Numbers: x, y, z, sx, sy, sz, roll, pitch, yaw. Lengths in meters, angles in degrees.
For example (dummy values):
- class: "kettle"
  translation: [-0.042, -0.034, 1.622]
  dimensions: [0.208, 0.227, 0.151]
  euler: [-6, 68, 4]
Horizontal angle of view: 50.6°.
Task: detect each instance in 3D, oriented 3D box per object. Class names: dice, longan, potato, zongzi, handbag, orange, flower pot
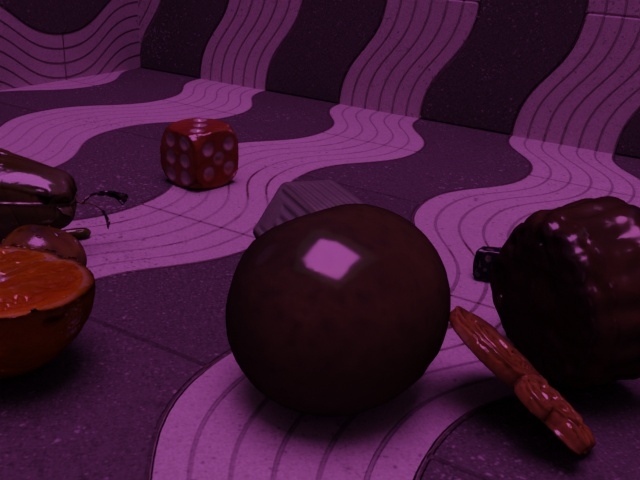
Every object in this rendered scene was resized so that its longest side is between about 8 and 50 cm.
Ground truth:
- class: "dice"
  translation: [-0.356, -0.255, 1.984]
  dimensions: [0.174, 0.174, 0.179]
  euler: [23, 34, 36]
- class: "longan"
  translation: [0.025, 0.106, 1.072]
  dimensions: [0.361, 0.360, 0.361]
  euler: [3, 24, -1]
- class: "potato"
  translation: [-0.560, 0.029, 1.365]
  dimensions: [0.137, 0.137, 0.176]
  euler: [20, 26, 32]
- class: "zongzi"
  translation: [-0.668, -0.167, 1.412]
  dimensions: [0.448, 0.417, 0.181]
  euler: [-12, 20, -4]
- class: "handbag"
  translation: [0.409, 0.040, 1.561]
  dimensions: [0.115, 0.072, 0.139]
  euler: [6, 19, 8]
- class: "orange"
  translation: [-0.511, 0.093, 1.079]
  dimensions: [0.310, 0.274, 0.274]
  euler: [-23, 8, 32]
- class: "flower pot"
  translation: [0.000, 0.000, 1.411]
  dimensions: [0.209, 0.239, 0.190]
  euler: [28, 7, -33]

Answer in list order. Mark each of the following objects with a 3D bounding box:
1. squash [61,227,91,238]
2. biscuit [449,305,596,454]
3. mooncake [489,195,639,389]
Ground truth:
- class: "squash"
  translation: [-0.578, -0.015, 1.579]
  dimensions: [0.083, 0.027, 0.027]
  euler: [-12, 28, -31]
- class: "biscuit"
  translation: [0.310, 0.207, 1.047]
  dimensions: [0.202, 0.044, 0.288]
  euler: [29, 15, -51]
- class: "mooncake"
  translation: [0.439, 0.090, 1.149]
  dimensions: [0.187, 0.323, 0.324]
  euler: [-8, 26, -18]
